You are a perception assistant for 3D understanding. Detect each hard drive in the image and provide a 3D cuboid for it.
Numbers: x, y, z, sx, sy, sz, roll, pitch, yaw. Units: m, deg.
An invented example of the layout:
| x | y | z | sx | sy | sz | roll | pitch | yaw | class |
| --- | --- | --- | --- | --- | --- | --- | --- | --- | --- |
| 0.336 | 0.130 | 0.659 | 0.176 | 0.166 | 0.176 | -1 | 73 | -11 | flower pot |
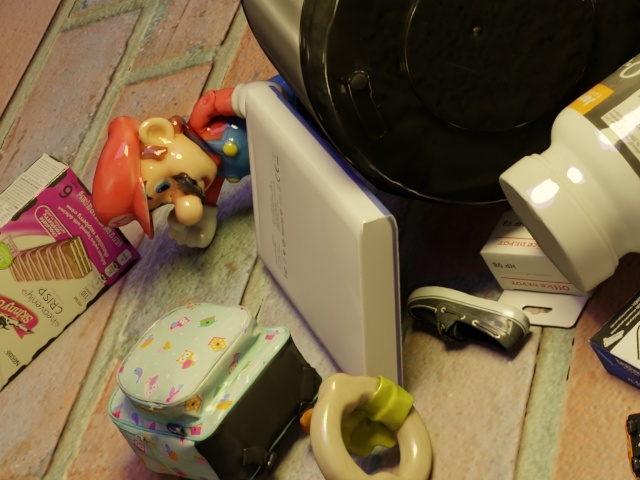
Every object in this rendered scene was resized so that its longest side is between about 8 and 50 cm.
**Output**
| x | y | z | sx | sy | sz | roll | pitch | yaw | class |
| --- | --- | --- | --- | --- | --- | --- | --- | --- | --- |
| 0.000 | 0.000 | 1.741 | 0.040 | 0.210 | 0.318 | -13 | 31 | -17 | hard drive |

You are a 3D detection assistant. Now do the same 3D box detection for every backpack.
| x | y | z | sx | sy | sz | roll | pitch | yaw | class |
| --- | --- | --- | --- | --- | --- | --- | --- | --- | --- |
| -0.120 | 0.150 | 1.714 | 0.188 | 0.144 | 0.166 | -6 | 40 | 50 | backpack |

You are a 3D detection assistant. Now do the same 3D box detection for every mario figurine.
| x | y | z | sx | sy | sz | roll | pitch | yaw | class |
| --- | --- | --- | --- | --- | --- | --- | --- | --- | --- |
| -0.100 | -0.084 | 1.940 | 0.321 | 0.198 | 0.170 | -24 | 25 | -11 | mario figurine |

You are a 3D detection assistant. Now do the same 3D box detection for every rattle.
| x | y | z | sx | sy | sz | roll | pitch | yaw | class |
| --- | --- | --- | --- | --- | --- | --- | --- | --- | --- |
| 0.023 | 0.230 | 1.569 | 0.143 | 0.130 | 0.199 | -24 | 61 | 33 | rattle |

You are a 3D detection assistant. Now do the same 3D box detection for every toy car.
| x | y | z | sx | sy | sz | roll | pitch | yaw | class |
| --- | --- | --- | --- | --- | --- | --- | --- | --- | --- |
| 0.308 | 0.160 | 1.463 | 0.122 | 0.060 | 0.040 | -21 | -11 | -9 | toy car |

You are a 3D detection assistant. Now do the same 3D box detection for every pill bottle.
| x | y | z | sx | sy | sz | roll | pitch | yaw | class |
| --- | --- | --- | --- | --- | --- | --- | --- | --- | --- |
| 0.309 | -0.087 | 1.553 | 0.278 | 0.162 | 0.162 | -36 | 35 | -2 | pill bottle |

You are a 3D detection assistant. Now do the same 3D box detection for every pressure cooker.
| x | y | z | sx | sy | sz | roll | pitch | yaw | class |
| --- | --- | --- | --- | --- | --- | --- | --- | --- | --- |
| 0.113 | -0.266 | 1.735 | 0.375 | 0.370 | 0.420 | -37 | 31 | 2 | pressure cooker |

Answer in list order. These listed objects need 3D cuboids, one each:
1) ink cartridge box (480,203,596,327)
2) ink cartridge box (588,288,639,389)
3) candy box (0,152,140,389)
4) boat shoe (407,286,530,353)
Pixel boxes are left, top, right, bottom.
| x | y | z | sx | sy | sz | roll | pitch | yaw | class |
| --- | --- | --- | --- | --- | --- | --- | --- | --- | --- |
| 0.230 | -0.005 | 1.682 | 0.104 | 0.060 | 0.180 | 4 | 50 | 41 | ink cartridge box |
| 0.346 | 0.049 | 1.537 | 0.207 | 0.046 | 0.097 | -43 | 37 | -13 | ink cartridge box |
| -0.346 | 0.036 | 2.016 | 0.233 | 0.159 | 0.071 | -45 | 35 | -13 | candy box |
| 0.136 | 0.078 | 1.673 | 0.142 | 0.049 | 0.040 | 9 | 54 | 42 | boat shoe |
